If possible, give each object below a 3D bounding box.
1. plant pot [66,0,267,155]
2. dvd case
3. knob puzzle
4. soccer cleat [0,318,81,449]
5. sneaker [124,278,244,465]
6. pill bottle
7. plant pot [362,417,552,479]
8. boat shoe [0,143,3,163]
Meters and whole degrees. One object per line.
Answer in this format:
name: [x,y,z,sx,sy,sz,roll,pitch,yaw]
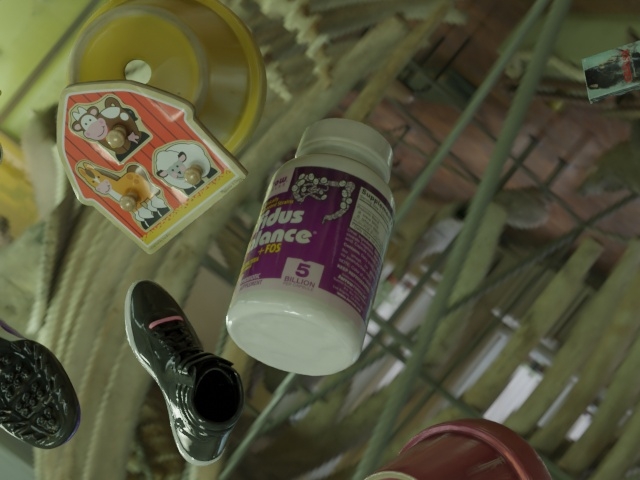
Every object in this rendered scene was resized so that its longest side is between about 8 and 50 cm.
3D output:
plant pot: [-0.202,-0.198,1.368,0.254,0.254,0.239,39,-175,-1]
dvd case: [0.451,-0.254,1.642,0.013,0.119,0.087,52,-149,-46]
knob puzzle: [-0.201,-0.087,1.169,0.213,0.213,0.030,40,-144,-12]
soccer cleat: [-0.393,0.176,1.443,0.318,0.108,0.116,29,168,38]
sneaker: [-0.190,0.166,1.600,0.295,0.104,0.147,65,147,17]
pill bottle: [0.000,0.000,1.379,0.169,0.301,0.169,11,147,7]
plant pot: [0.129,0.298,1.189,0.201,0.201,0.180,38,-160,32]
boat shoe: [-0.474,-0.062,1.316,0.078,0.219,0.070,60,163,-11]
